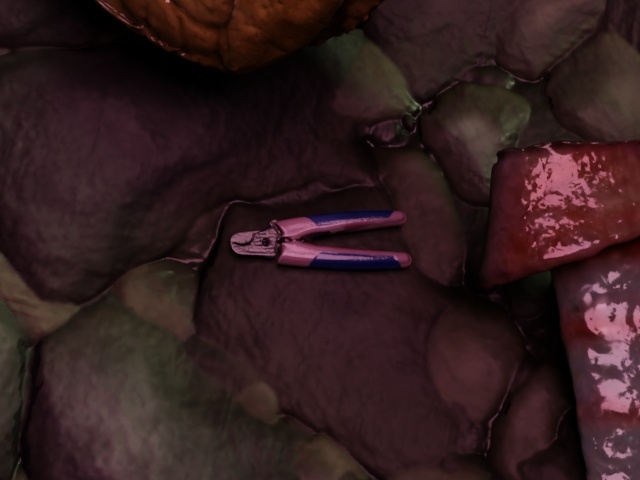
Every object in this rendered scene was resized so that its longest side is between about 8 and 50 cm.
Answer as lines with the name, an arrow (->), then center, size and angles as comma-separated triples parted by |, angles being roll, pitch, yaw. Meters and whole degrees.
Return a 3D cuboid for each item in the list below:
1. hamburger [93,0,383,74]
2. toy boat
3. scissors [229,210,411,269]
hamburger -> -0.066, -0.232, 1.064 | 0.283, 0.259, 0.144 | 47, 38, 2
toy boat -> 0.196, 0.081, 1.108 | 0.206, 0.096, 0.282 | -1, 79, -29
scissors -> 0.000, 0.000, 1.121 | 0.113, 0.012, 0.039 | -1, 70, -13
